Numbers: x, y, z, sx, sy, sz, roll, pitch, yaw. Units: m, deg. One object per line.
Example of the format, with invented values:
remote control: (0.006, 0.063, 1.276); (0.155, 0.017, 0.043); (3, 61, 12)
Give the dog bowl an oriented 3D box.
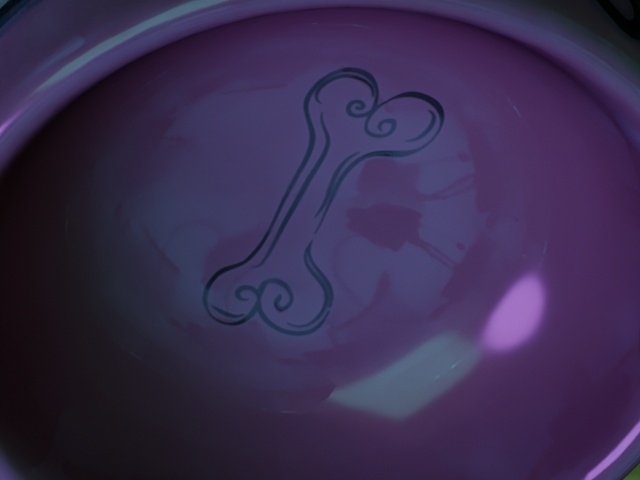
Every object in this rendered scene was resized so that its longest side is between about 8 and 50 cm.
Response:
dog bowl: (0.000, 0.000, 0.587); (0.407, 0.150, 0.408); (-3, 127, -3)
